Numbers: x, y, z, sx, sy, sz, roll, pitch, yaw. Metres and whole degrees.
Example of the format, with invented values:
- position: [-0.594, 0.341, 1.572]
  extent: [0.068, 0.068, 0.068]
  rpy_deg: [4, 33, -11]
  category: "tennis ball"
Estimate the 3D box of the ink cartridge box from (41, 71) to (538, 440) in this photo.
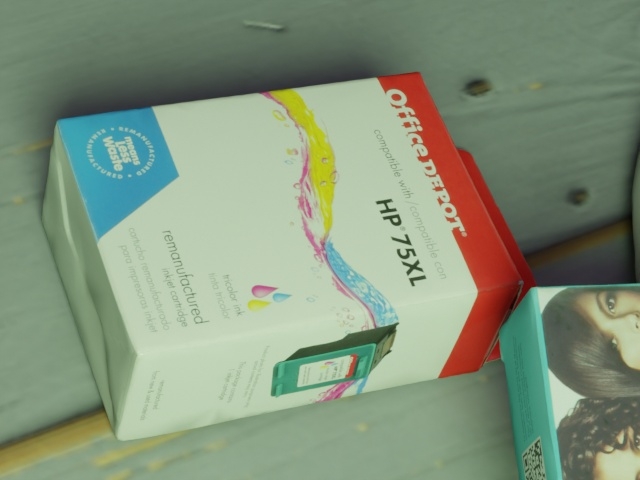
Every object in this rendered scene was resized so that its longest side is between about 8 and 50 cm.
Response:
- position: [0.000, 0.000, 0.850]
  extent: [0.231, 0.078, 0.134]
  rpy_deg: [-10, 57, -21]
  category: "ink cartridge box"

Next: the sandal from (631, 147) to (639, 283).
- position: [0.229, 0.032, 0.865]
  extent: [0.169, 0.102, 0.416]
  rpy_deg: [19, 53, 0]
  category: "sandal"

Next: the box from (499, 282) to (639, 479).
- position: [0.204, 0.070, 0.762]
  extent: [0.244, 0.060, 0.100]
  rpy_deg: [-2, 69, -9]
  category: "box"
